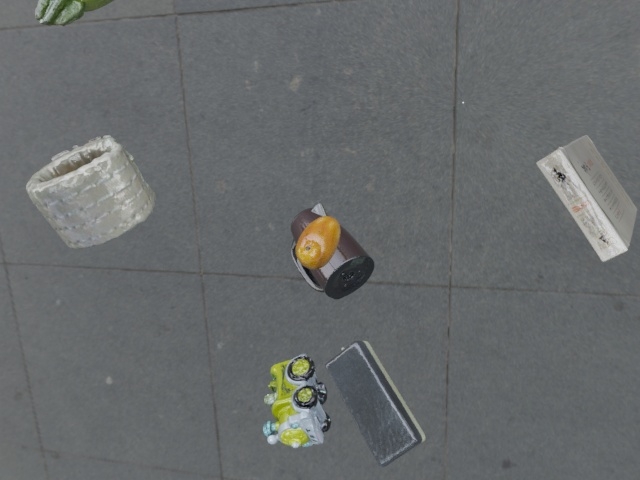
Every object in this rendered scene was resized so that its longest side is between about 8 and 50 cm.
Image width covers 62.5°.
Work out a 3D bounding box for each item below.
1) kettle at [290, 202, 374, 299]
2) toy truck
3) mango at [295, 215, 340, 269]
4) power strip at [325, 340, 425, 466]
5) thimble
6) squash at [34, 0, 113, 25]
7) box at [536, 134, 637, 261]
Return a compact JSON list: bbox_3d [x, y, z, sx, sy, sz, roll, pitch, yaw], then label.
[{"bbox_3d":[0.011,0.034,1.371,0.232,0.144,0.202,53,138,36],"label":"kettle"},{"bbox_3d":[-0.033,0.200,0.640,0.077,0.111,0.076,-15,128,6],"label":"toy truck"},{"bbox_3d":[0.000,0.000,0.670,0.046,0.089,0.060,16,123,15],"label":"mango"},{"bbox_3d":[0.112,0.338,1.132,0.105,0.070,0.257,-40,64,17],"label":"power strip"},{"bbox_3d":[-0.255,-0.054,0.588,0.115,0.102,0.090,-27,121,-4],"label":"thimble"},{"bbox_3d":[-0.307,-0.316,0.657,0.105,0.105,0.132,36,83,4],"label":"squash"},{"bbox_3d":[0.528,-0.098,1.020,0.051,0.365,0.205,-35,83,34],"label":"box"}]
